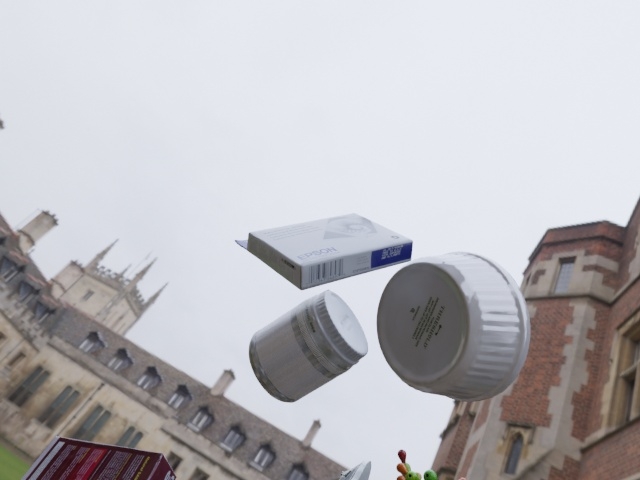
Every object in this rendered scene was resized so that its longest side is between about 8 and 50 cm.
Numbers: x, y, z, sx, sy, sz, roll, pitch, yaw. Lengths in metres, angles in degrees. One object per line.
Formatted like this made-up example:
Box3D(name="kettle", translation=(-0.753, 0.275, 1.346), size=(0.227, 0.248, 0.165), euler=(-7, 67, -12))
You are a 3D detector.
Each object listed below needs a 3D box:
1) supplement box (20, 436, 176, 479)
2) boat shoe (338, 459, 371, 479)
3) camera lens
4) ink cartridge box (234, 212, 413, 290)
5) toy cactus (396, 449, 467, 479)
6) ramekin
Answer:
Box3D(name="supplement box", translation=(-0.384, 0.419, 0.815), size=(0.240, 0.130, 0.073), euler=(-1, -57, 21))
Box3D(name="boat shoe", translation=(0.089, 0.735, 1.479), size=(0.070, 0.219, 0.077), euler=(7, -80, 29))
Box3D(name="camera lens", translation=(-0.038, 0.289, 1.310), size=(0.274, 0.219, 0.219), euler=(-34, -68, 15))
Box3D(name="ink cartridge box", translation=(0.000, 0.000, 0.816), size=(0.224, 0.224, 0.045), euler=(27, -58, 50))
Box3D(name="toy cactus", translation=(0.244, 0.585, 1.076), size=(0.219, 0.112, 0.180), euler=(15, -72, 53))
Box3D(name="ramekin", translation=(0.216, 0.148, 0.862), size=(0.127, 0.272, 0.273), euler=(9, -18, -35))
